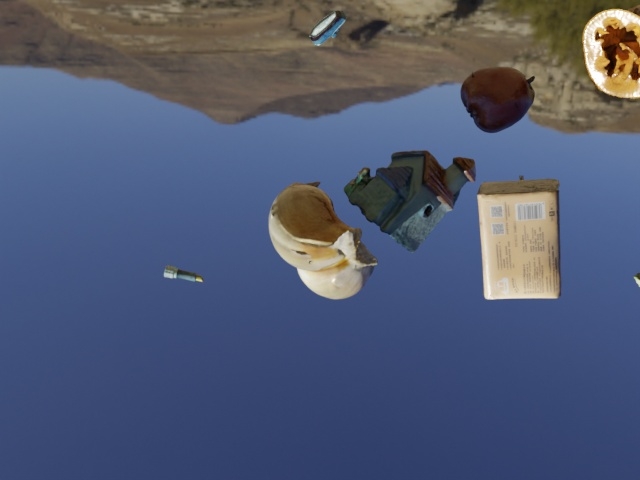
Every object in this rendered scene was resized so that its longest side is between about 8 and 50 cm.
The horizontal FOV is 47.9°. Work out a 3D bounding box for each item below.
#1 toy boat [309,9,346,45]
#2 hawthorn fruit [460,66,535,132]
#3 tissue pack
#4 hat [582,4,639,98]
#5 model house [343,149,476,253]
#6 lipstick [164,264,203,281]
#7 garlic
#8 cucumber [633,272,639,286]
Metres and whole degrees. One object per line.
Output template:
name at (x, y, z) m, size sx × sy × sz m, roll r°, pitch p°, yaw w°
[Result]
toy boat at (0.024, -0.629, 2.142) m, size 0.137 × 0.060 × 0.061 m, roll -35°, pitch 150°, yaw 32°
hawthorn fruit at (0.498, -0.399, 1.986) m, size 0.202 × 0.185 × 0.185 m, roll -24°, pitch -168°, yaw 16°
tissue pack at (0.555, -0.016, 1.999) m, size 0.238 × 0.305 × 0.238 m, roll -7°, pitch -164°, yaw 2°
hat at (0.861, -0.536, 1.936) m, size 0.244 × 0.233 × 0.233 m, roll 31°, pitch -129°, yaw 27°
model house at (0.272, -0.171, 2.089) m, size 0.295 × 0.329 × 0.252 m, roll 33°, pitch -163°, yaw -52°
lipstick at (-0.399, 0.101, 2.117) m, size 0.116 × 0.037 × 0.037 m, roll 11°, pitch -162°, yaw -2°
garlic at (0.000, 0.000, 1.849) m, size 0.286 × 0.249 × 0.313 m, roll 24°, pitch -171°, yaw -43°
cucumber at (0.585, 0.066, 1.191) m, size 0.107 × 0.067 × 0.035 m, roll -24°, pitch 174°, yaw -3°
